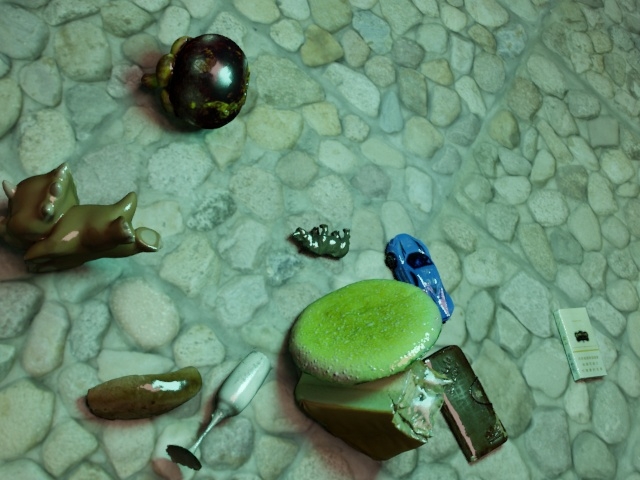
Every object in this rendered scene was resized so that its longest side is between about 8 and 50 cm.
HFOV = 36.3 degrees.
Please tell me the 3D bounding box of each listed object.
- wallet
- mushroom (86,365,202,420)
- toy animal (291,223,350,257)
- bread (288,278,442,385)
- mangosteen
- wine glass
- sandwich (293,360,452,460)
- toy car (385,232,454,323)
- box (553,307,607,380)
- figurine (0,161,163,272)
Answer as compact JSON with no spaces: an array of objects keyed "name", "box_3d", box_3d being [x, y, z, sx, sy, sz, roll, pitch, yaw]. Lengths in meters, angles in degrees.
[{"name":"wallet","box_3d":[0.299,0.331,2.023,0.122,0.031,0.232,-22,78,-35]},{"name":"mushroom","box_3d":[-0.288,0.260,1.672,0.209,0.094,0.072,-4,66,-37]},{"name":"toy animal","box_3d":[0.000,0.000,2.002,0.135,0.047,0.065,11,69,-33]},{"name":"bread","box_3d":[0.082,0.166,1.837,0.301,0.301,0.045,-46,132,-38]},{"name":"mangosteen","box_3d":[-0.249,-0.320,1.942,0.217,0.192,0.192,8,60,-1]},{"name":"wine glass","box_3d":[-0.169,0.294,1.738,0.074,0.074,0.262,44,50,-5]},{"name":"sandwich","box_3d":[0.099,0.279,1.822,0.227,0.198,0.155,33,54,-13]},{"name":"toy car","box_3d":[0.215,0.081,2.079,0.103,0.063,0.216,-12,73,-34]},{"name":"box","box_3d":[0.600,0.238,2.256,0.090,0.024,0.167,0,66,-31]},{"name":"figurine","box_3d":[-0.425,-0.048,1.677,0.247,0.177,0.173,-13,76,12]}]
